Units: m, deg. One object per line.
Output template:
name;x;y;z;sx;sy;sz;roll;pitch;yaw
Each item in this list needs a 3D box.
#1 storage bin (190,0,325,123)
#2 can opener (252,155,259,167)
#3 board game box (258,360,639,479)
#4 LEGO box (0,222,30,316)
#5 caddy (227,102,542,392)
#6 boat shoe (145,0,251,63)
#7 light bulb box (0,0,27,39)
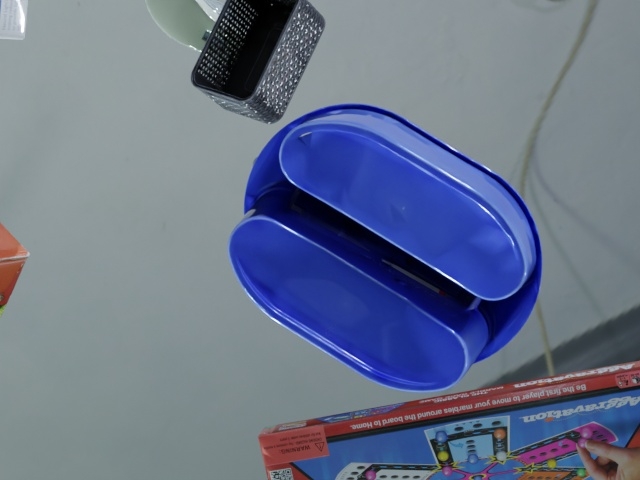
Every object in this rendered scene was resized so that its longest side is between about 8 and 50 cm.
storage bin;-0.089;-0.272;1.495;0.084;0.122;0.180;35;79;-58
can opener;0.000;0.000;1.399;0.074;0.093;0.280;-30;118;-10
board game box;0.108;0.177;0.720;0.281;0.027;0.145;-12;95;10
LEGO box;-0.579;0.016;1.112;0.193;0.500;0.372;-10;135;-54
caddy;0.069;0.003;1.103;0.341;0.179;0.241;32;103;5
boat shoe;-0.169;-0.333;1.633;0.227;0.081;0.079;35;116;4
light bulb box;-0.701;-0.462;1.650;0.361;0.358;0.225;-6;112;-43
